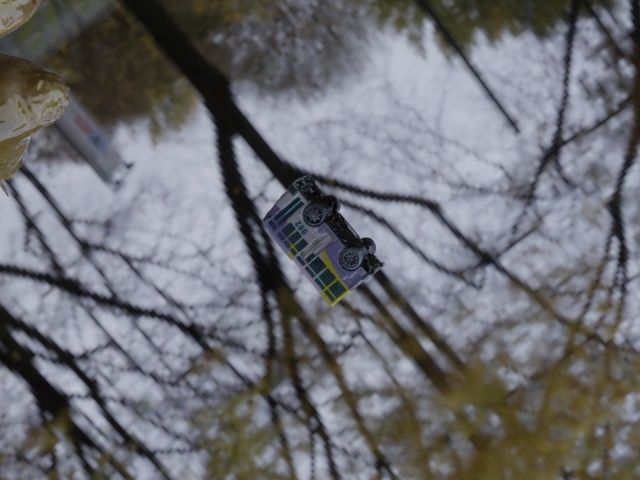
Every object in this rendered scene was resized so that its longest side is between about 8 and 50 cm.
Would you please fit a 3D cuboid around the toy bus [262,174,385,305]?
[{"bbox_3d":[0.000,0.000,1.252,0.058,0.102,0.052,-41,177,22],"label":"toy bus"}]

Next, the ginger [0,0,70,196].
[{"bbox_3d":[-0.248,-0.157,0.895,0.236,0.375,0.166,-23,-115,22],"label":"ginger"}]
